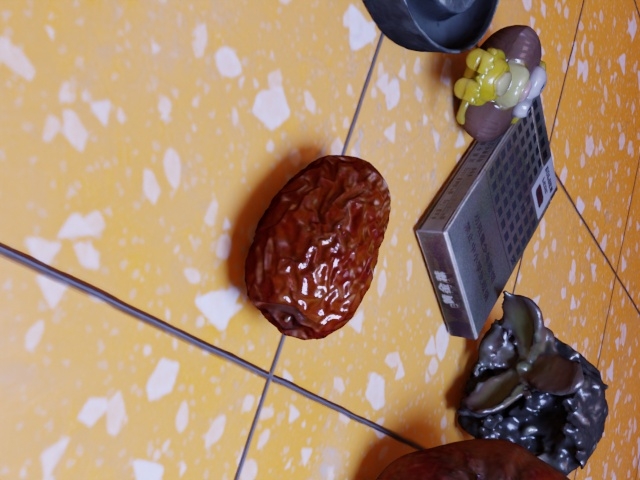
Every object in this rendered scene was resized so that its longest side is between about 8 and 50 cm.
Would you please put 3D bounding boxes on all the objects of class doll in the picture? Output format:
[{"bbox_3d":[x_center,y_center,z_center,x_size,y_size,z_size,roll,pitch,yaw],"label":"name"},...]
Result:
[{"bbox_3d":[0.209,-0.178,0.919,0.188,0.096,0.145,-42,148,-46],"label":"doll"}]

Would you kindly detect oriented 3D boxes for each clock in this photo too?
[{"bbox_3d":[0.120,-0.342,0.826,0.280,0.055,0.281,-9,101,-53],"label":"clock"}]

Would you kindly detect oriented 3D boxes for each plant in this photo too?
[{"bbox_3d":[0.286,0.212,1.021,0.204,0.178,0.234,-65,149,-14],"label":"plant"}]

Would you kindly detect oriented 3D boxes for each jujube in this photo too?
[{"bbox_3d":[0.000,0.000,0.673,0.112,0.109,0.176,108,4,-55],"label":"jujube"}]

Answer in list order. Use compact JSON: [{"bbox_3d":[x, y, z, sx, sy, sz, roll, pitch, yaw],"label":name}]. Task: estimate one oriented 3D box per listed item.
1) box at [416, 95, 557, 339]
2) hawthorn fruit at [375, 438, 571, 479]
[{"bbox_3d":[0.234,-0.045,1.025,0.325,0.047,0.180,-52,133,-37],"label":"box"},{"bbox_3d":[0.169,0.381,0.802,0.308,0.308,0.325,-12,115,-52],"label":"hawthorn fruit"}]
